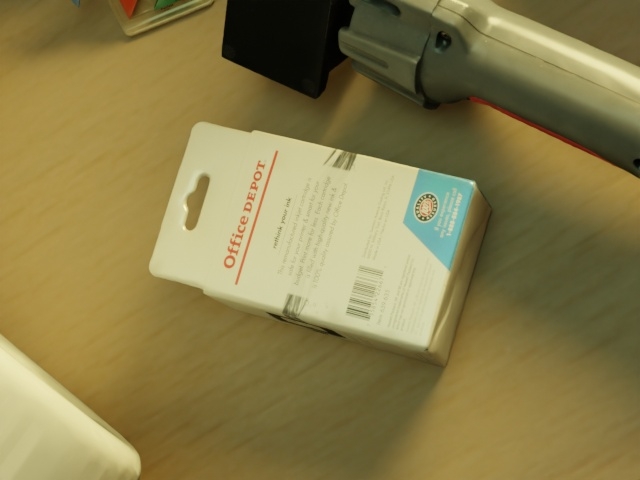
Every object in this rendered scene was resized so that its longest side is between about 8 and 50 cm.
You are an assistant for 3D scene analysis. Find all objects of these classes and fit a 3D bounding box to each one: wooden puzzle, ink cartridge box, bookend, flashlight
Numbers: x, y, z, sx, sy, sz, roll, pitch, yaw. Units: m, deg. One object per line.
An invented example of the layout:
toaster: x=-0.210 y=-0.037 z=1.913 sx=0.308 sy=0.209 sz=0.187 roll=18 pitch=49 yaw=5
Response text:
wooden puzzle: x=-0.111 y=-0.174 z=1.053 sx=0.116 sy=0.014 sz=0.079 roll=-26 pitch=116 yaw=14
ink cartridge box: x=0.000 y=0.000 z=0.975 sx=0.180 sy=0.060 sz=0.104 roll=15 pitch=82 yaw=19
bookend: x=0.018 y=-0.196 z=1.001 sx=0.072 sy=0.156 sz=0.157 roll=26 pitch=41 yaw=20
flashlight: x=0.157 y=-0.070 z=0.932 sx=0.304 sy=0.103 sz=0.103 roll=27 pitch=120 yaw=25

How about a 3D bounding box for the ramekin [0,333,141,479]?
ramekin: x=-0.232 y=0.100 z=0.913 sx=0.277 sy=0.277 sz=0.135 roll=37 pitch=82 yaw=21
